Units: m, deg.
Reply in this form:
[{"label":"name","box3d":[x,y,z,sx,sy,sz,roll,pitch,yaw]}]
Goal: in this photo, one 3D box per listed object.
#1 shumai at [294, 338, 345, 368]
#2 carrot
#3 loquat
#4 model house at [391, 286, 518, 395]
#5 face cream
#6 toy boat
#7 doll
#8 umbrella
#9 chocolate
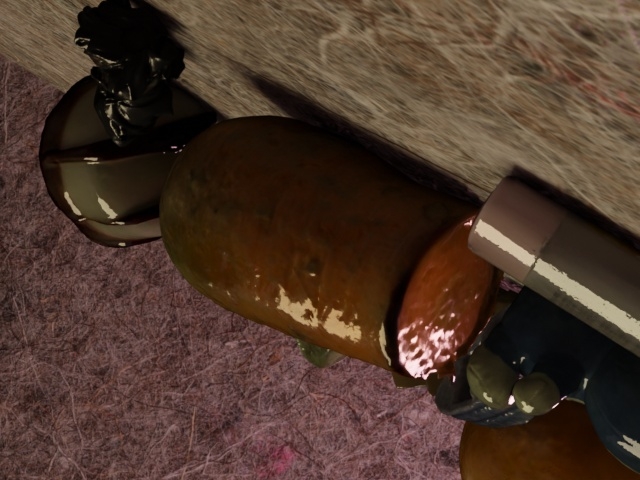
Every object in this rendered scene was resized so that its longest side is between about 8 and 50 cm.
[{"label":"shumai","box3d":[0.018,0.051,1.931,0.222,0.261,0.225,37,-150,6]},{"label":"carrot","box3d":[0.000,0.000,1.286,0.340,0.224,0.224,26,174,34]},{"label":"loquat","box3d":[0.341,0.289,1.599,0.328,0.328,0.328,32,177,2]},{"label":"model house","box3d":[0.219,0.101,1.703,0.176,0.181,0.248,-20,-174,-42]},{"label":"face cream","box3d":[0.240,0.045,0.960,0.269,0.073,0.107,32,172,9]},{"label":"toy boat","box3d":[0.220,0.146,1.446,0.078,0.127,0.283,23,147,-12]},{"label":"doll","box3d":[0.282,0.124,1.121,0.258,0.154,0.228,38,-147,22]},{"label":"umbrella","box3d":[-0.203,-0.182,1.364,0.110,0.122,0.272,10,168,-1]},{"label":"chocolate","box3d":[-0.256,-0.121,1.835,0.186,0.284,0.283,2,155,46]}]
